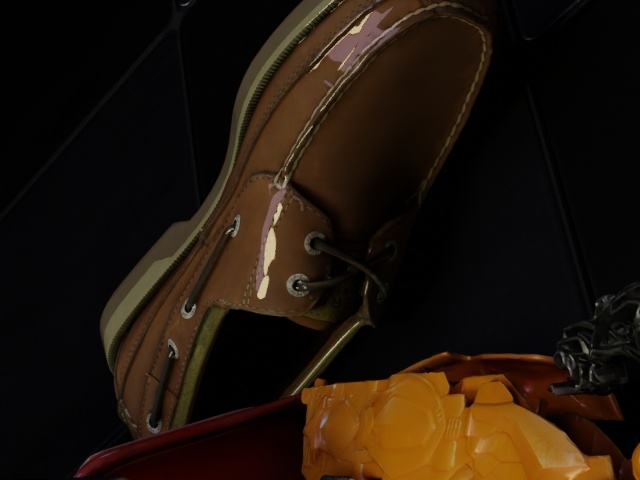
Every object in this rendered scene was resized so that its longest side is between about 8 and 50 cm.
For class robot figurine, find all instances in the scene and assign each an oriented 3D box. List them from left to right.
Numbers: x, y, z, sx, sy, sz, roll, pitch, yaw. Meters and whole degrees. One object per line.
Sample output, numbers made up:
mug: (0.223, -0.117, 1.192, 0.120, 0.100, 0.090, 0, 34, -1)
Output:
robot figurine: (0.081, 0.123, 0.716, 0.291, 0.085, 0.211, -7, 67, 55)

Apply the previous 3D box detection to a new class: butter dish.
butter dish: (-0.057, 0.159, 0.865, 0.118, 0.160, 0.160, 55, 131, 22)

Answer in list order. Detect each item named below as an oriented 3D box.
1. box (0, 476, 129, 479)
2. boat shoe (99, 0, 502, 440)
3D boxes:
box: (-0.158, 0.301, 0.813, 0.318, 0.097, 0.395, -12, 90, 55)
boat shoe: (0.000, 0.000, 0.896, 0.307, 0.110, 0.104, -57, 37, 36)
